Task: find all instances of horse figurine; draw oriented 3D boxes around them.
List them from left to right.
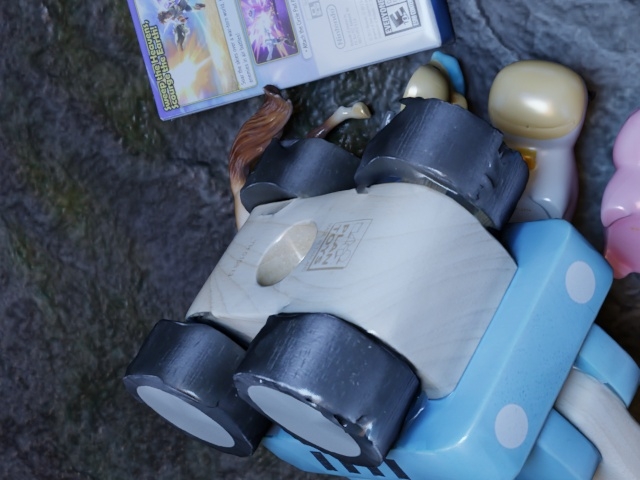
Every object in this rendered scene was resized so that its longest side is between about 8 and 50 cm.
[{"bbox_3d":[0.000,0.000,1.077,0.174,0.066,0.263,-28,98,23],"label":"horse figurine"}]

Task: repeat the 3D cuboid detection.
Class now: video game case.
[{"bbox_3d":[-0.046,-0.254,1.042,0.244,0.061,0.269,-12,97,20],"label":"video game case"}]

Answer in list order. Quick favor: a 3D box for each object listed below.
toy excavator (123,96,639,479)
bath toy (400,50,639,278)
[{"bbox_3d":[0.159,0.124,0.898,0.445,0.222,0.433,41,155,-26],"label":"toy excavator"},{"bbox_3d":[0.232,-0.051,0.960,0.348,0.129,0.151,15,134,17],"label":"bath toy"}]
